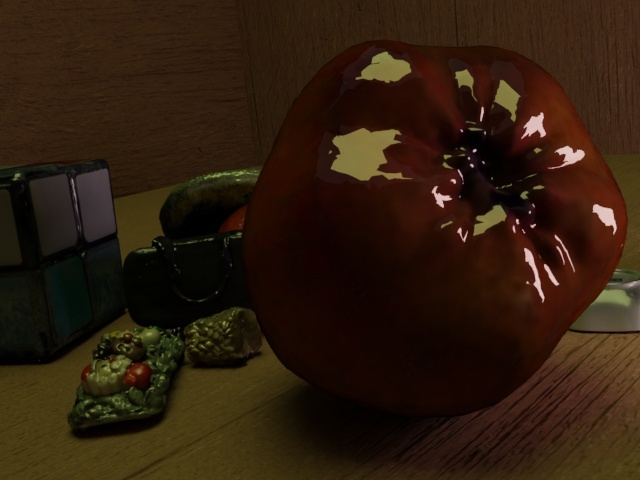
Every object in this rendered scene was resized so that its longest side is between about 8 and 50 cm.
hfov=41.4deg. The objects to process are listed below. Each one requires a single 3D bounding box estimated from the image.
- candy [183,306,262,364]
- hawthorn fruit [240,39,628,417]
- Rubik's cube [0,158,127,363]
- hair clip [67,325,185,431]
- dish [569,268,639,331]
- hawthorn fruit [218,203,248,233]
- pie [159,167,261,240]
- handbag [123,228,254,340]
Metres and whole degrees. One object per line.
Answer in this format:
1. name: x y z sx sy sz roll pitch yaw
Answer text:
1. candy: -0.149 0.149 1.299 0.110 0.085 0.095 -13 -2 28
2. hawthorn fruit: 0.116 0.004 1.030 0.472 0.471 0.472 -6 11 1
3. Rubik's cube: -0.565 0.027 1.532 0.316 0.318 0.313 -3 10 14
4. hair clip: -0.271 0.169 1.205 0.139 0.091 0.321 -10 10 -3
5. dish: 0.444 0.083 1.293 0.191 0.066 0.190 -6 11 1
6. hawthorn fruit: -0.112 0.039 1.626 0.197 0.196 0.225 -5 41 9
7. pie: -0.181 -0.037 1.743 0.323 0.323 0.070 -8 52 -7
8. handbag: -0.201 0.073 1.446 0.255 0.181 0.181 -6 4 6
